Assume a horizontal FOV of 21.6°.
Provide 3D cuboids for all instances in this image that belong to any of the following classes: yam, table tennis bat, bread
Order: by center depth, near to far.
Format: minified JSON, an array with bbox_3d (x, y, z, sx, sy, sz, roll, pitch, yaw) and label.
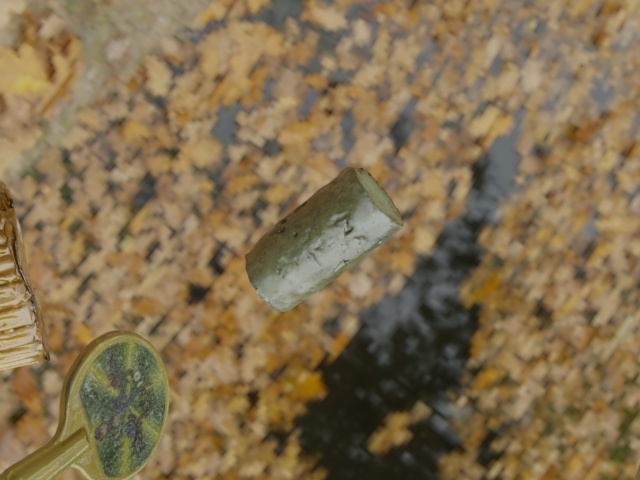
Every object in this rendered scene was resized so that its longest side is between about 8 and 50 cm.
[{"bbox_3d":[-0.346,0.040,1.718,0.104,0.199,0.199,-14,130,-10],"label":"bread"},{"bbox_3d":[0.000,0.000,2.110,0.194,0.107,0.107,-38,142,11],"label":"yam"},{"bbox_3d":[-0.296,0.240,2.134,0.321,0.050,0.198,-39,124,-49],"label":"table tennis bat"}]

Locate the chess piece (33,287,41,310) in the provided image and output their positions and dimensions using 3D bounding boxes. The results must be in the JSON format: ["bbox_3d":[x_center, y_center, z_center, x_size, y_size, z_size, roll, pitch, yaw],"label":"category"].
[{"bbox_3d":[-0.434,0.114,1.917,0.301,0.137,0.137,-42,150,-62],"label":"chess piece"}]

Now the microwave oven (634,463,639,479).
[{"bbox_3d":[0.315,0.148,1.030,0.162,0.208,0.122,114,2,-58],"label":"microwave oven"}]
